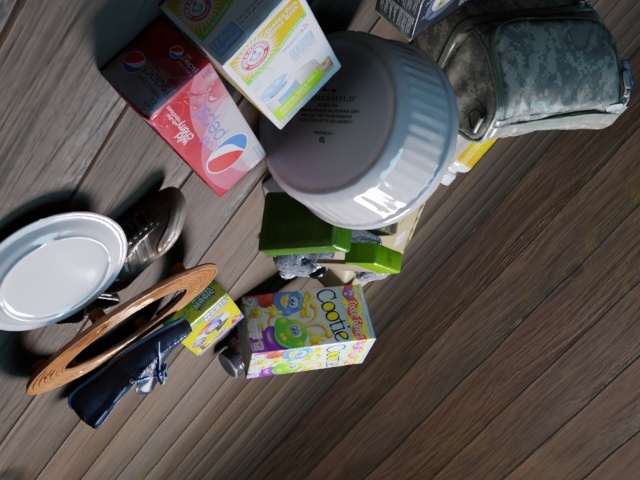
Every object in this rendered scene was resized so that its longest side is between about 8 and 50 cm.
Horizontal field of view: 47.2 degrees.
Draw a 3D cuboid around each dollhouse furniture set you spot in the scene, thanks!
[{"bbox_3d":[0.038,-0.109,1.198,0.198,0.151,0.301,20,74,-49],"label":"dollhouse furniture set"}]

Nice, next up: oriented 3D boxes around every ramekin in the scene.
[{"bbox_3d":[0.039,-0.154,0.992,0.273,0.273,0.127,-50,152,18],"label":"ramekin"}]

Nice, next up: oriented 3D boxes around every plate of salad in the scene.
[{"bbox_3d":[-0.337,0.035,0.913,0.200,0.048,0.199,-30,149,-21],"label":"plate of salad"}]

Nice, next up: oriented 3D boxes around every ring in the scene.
[{"bbox_3d":[-0.306,0.129,1.139,0.337,0.032,0.336,-35,173,-5],"label":"ring"}]

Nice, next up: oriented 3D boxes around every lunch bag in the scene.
[{"bbox_3d":[0.336,-0.285,1.223,0.305,0.256,0.212,-10,152,-23],"label":"lunch bag"}]

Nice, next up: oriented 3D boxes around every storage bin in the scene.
[{"bbox_3d":[0.108,-0.014,1.707,0.260,0.123,0.262,-38,162,-21],"label":"storage bin"}]

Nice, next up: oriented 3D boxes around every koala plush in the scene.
[{"bbox_3d":[0.000,0.000,1.464,0.221,0.203,0.196,-24,154,4],"label":"koala plush"}]

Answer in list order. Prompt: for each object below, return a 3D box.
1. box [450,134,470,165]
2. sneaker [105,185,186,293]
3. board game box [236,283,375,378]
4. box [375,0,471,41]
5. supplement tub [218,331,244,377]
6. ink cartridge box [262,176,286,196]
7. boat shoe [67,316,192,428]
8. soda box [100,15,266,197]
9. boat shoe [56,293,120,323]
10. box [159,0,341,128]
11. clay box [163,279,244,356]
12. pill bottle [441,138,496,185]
[{"bbox_3d":[0.202,-0.217,1.433,0.148,0.127,0.232,-48,163,14],"label":"box"},{"bbox_3d":[-0.256,0.003,0.998,0.188,0.066,0.071,-50,157,15],"label":"sneaker"},{"bbox_3d":[-0.037,0.204,1.648,0.276,0.142,0.144,-6,149,-15],"label":"board game box"},{"bbox_3d":[0.167,-0.393,1.018,0.147,0.077,0.180,-36,162,-23],"label":"box"},{"bbox_3d":[-0.147,0.245,1.756,0.198,0.106,0.106,-35,161,-30],"label":"supplement tub"},{"bbox_3d":[0.008,-0.102,1.314,0.212,0.093,0.154,-42,162,-14],"label":"ink cartridge box"},{"bbox_3d":[-0.322,0.235,1.302,0.258,0.089,0.109,-38,176,11],"label":"boat shoe"},{"bbox_3d":[-0.148,-0.145,0.866,0.092,0.083,0.263,-43,164,-3],"label":"soda box"},{"bbox_3d":[-0.344,0.090,1.023,0.152,0.049,0.056,-26,153,-49],"label":"boat shoe"},{"bbox_3d":[-0.070,-0.225,0.820,0.114,0.103,0.203,-46,163,2],"label":"box"},{"bbox_3d":[-0.229,0.149,1.430,0.127,0.053,0.222,-42,164,-9],"label":"clay box"},{"bbox_3d":[0.334,-0.235,1.716,0.208,0.117,0.118,-51,162,20],"label":"pill bottle"}]
